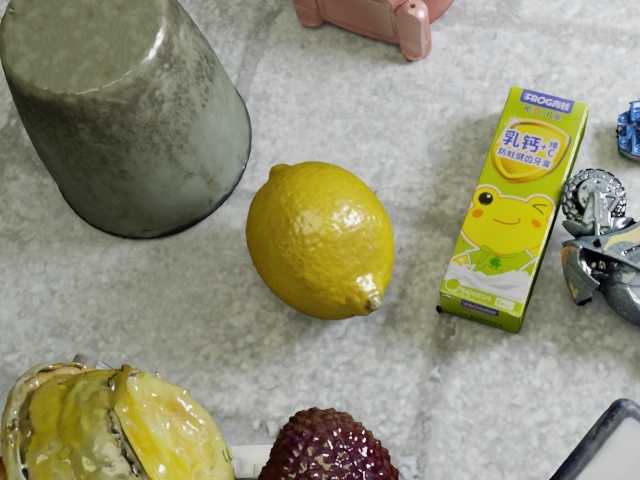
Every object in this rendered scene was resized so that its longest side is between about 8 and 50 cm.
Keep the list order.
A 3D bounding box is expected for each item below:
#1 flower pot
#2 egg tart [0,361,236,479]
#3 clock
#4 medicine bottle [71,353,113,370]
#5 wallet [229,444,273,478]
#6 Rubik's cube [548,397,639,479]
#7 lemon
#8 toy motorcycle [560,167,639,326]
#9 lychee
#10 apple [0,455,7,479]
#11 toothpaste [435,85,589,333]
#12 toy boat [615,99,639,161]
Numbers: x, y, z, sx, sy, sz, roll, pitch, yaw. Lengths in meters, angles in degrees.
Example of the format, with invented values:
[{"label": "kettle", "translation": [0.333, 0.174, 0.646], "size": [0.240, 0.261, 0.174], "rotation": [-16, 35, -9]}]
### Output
[{"label": "flower pot", "translation": [-0.263, -0.193, 1.574], "size": [0.293, 0.330, 0.294], "rotation": [-3, 68, 8]}, {"label": "egg tart", "translation": [-0.203, 0.262, 1.368], "size": [0.132, 0.345, 0.345], "rotation": [-40, 64, 20]}, {"label": "clock", "translation": [0.098, -0.412, 1.721], "size": [0.227, 0.142, 0.241], "rotation": [22, 68, 16]}, {"label": "medicine bottle", "translation": [-0.331, 0.246, 1.540], "size": [0.057, 0.058, 0.199], "rotation": [16, 70, 15]}, {"label": "wallet", "translation": [-0.077, 0.280, 1.513], "size": [0.083, 0.011, 0.044], "rotation": [-4, 67, 6]}, {"label": "Rubik's cube", "translation": [0.332, 0.401, 1.235], "size": [0.316, 0.313, 0.318], "rotation": [40, 79, 22]}, {"label": "lemon", "translation": [0.000, 0.000, 1.529], "size": [0.186, 0.187, 0.244], "rotation": [-33, 70, -6]}, {"label": "toy motorcycle", "translation": [0.412, 0.043, 1.486], "size": [0.307, 0.108, 0.173], "rotation": [36, 77, 13]}, {"label": "lychee", "translation": [0.013, 0.301, 1.400], "size": [0.188, 0.188, 0.188], "rotation": [-3, 66, 7]}, {"label": "apple", "translation": [-0.350, 0.376, 1.398], "size": [0.246, 0.226, 0.246], "rotation": [-8, 60, 14]}, {"label": "toothpaste", "translation": [0.254, -0.042, 1.568], "size": [0.110, 0.077, 0.328], "rotation": [16, 70, 16]}, {"label": "toy boat", "translation": [0.479, -0.152, 1.565], "size": [0.174, 0.110, 0.091], "rotation": [1, 67, 7]}]
